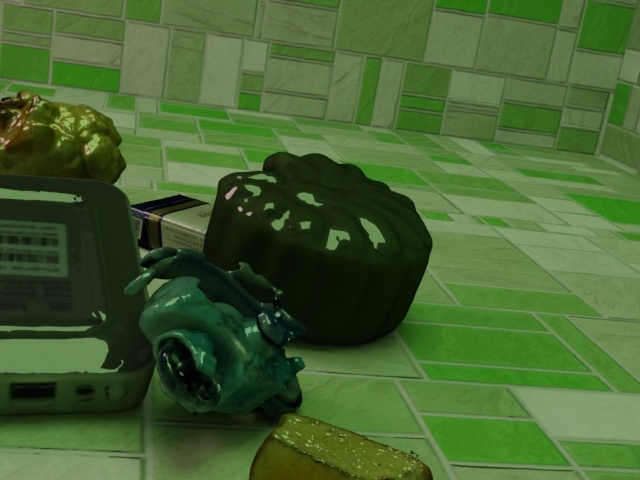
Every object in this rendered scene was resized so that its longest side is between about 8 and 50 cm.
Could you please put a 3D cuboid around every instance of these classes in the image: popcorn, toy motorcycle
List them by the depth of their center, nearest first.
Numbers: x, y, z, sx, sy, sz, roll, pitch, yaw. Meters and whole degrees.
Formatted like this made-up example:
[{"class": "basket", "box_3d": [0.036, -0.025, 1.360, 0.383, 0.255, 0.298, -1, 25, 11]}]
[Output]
[{"class": "toy motorcycle", "box_3d": [-0.116, 0.108, 1.022, 0.260, 0.154, 0.206, 24, 35, -59]}, {"class": "popcorn", "box_3d": [-0.510, -0.158, 1.671, 0.287, 0.215, 0.252, -17, -23, -3]}]

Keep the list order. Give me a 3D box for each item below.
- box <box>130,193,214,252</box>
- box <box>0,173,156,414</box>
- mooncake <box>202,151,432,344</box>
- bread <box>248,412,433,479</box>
[{"class": "box", "box_3d": [-0.197, -0.011, 1.604, 0.259, 0.071, 0.168, 16, 18, 25]}, {"class": "box", "box_3d": [-0.393, 0.046, 1.067, 0.367, 0.090, 0.373, 1, 38, -22]}, {"class": "mooncake", "box_3d": [0.000, 0.000, 1.372, 0.351, 0.187, 0.351, 20, 22, -8]}, {"class": "bread", "box_3d": [0.020, 0.233, 0.913, 0.187, 0.065, 0.103, 19, 13, 27]}]
